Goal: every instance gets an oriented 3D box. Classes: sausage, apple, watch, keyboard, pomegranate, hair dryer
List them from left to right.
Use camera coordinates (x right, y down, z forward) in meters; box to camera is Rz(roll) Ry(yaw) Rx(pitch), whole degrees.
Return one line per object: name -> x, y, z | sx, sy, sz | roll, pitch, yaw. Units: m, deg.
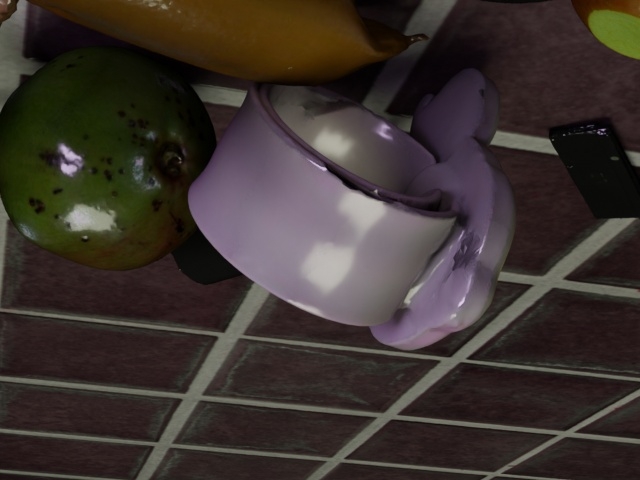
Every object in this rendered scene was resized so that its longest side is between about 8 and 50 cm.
pomegranate -> -0.190, -0.065, 1.031 | 0.181, 0.181, 0.224 | 22, 166, -39
sausage -> -0.063, -0.166, 0.862 | 0.328, 0.112, 0.112 | 15, 153, -34
hair dryer -> 0.000, 0.000, 1.275 | 0.197, 0.089, 0.251 | -19, 156, 39
watch -> 0.023, -0.048, 0.966 | 0.217, 0.248, 0.211 | 23, 114, -23
keyboard -> 0.264, -0.061, 1.189 | 0.060, 0.018, 0.195 | -1, 158, 25
apple -> 0.214, -0.175, 0.825 | 0.102, 0.099, 0.114 | 29, 171, -32

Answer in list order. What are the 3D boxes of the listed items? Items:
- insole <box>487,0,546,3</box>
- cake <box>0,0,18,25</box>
insole -> 0.168, -0.187, 0.916 | 0.153, 0.002, 0.053 | -2, 156, 9
cake -> -0.241, -0.226, 0.511 | 0.290, 0.255, 0.282 | 19, 144, -39
